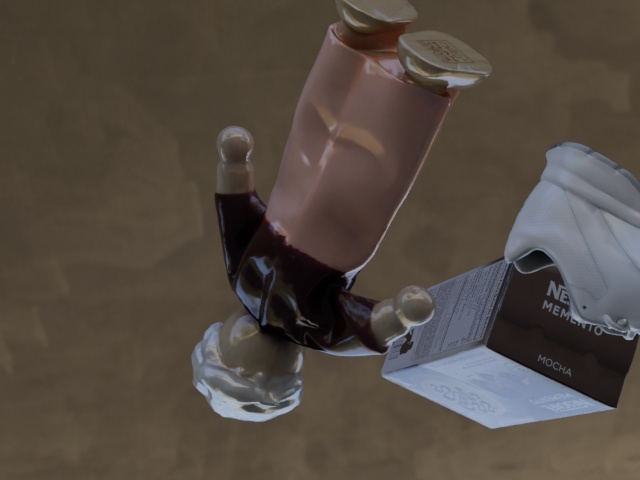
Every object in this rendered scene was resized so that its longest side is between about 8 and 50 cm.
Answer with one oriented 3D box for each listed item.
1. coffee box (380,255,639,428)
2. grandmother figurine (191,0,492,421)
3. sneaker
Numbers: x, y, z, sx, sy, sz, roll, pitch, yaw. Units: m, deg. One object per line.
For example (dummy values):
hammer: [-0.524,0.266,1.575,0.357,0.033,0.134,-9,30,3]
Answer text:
coffee box: [0.212,0.122,1.417,0.168,0.297,0.119,27,-109,-12]
grandmother figurine: [0.000,0.000,0.885,0.104,0.208,0.342,-4,-48,-45]
sneaker: [0.282,0.036,1.012,0.129,0.297,0.111,-56,-37,2]
